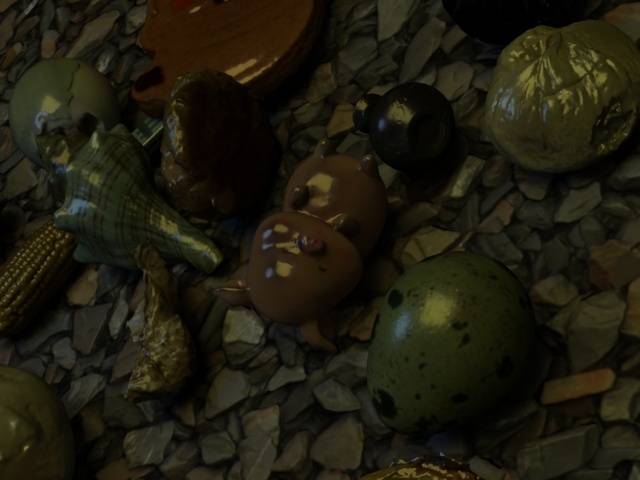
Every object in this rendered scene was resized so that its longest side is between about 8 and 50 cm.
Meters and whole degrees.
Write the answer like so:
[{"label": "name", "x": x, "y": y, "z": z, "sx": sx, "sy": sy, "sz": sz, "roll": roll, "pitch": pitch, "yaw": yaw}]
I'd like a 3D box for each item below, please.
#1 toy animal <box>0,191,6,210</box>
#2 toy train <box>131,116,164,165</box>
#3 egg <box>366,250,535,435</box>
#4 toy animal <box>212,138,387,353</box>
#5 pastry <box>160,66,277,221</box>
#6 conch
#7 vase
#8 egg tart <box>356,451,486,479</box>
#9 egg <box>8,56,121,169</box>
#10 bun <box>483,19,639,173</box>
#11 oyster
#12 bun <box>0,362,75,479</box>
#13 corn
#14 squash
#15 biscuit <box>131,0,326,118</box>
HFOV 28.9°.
[{"label": "toy animal", "x": -0.646, "y": 0.025, "z": 2.006, "sx": 0.194, "sy": 0.303, "sz": 0.344, "roll": 20, "pitch": 47, "yaw": 38}, {"label": "toy train", "x": -0.229, "y": -0.196, "z": 1.981, "sx": 0.234, "sy": 0.051, "sz": 0.052, "roll": -43, "pitch": 48, "yaw": 1}, {"label": "egg", "x": 0.140, "y": 0.119, "z": 1.399, "sx": 0.228, "sy": 0.177, "sz": 0.177, "roll": -54, "pitch": 43, "yaw": 10}, {"label": "toy animal", "x": -0.009, "y": 0.000, "z": 1.606, "sx": 0.166, "sy": 0.154, "sz": 0.250, "roll": 21, "pitch": 66, "yaw": 19}, {"label": "pastry", "x": -0.148, "y": -0.138, "z": 1.775, "sx": 0.100, "sy": 0.229, "sz": 0.219, "roll": -6, "pitch": 93, "yaw": 36}, {"label": "conch", "x": -0.310, "y": -0.049, "z": 1.829, "sx": 0.386, "sy": 0.169, "sz": 0.203, "roll": 46, "pitch": 127, "yaw": 37}, {"label": "vase", "x": 0.105, "y": -0.160, "z": 1.687, "sx": 0.120, "sy": 0.120, "sz": 0.183, "roll": -49, "pitch": 27, "yaw": -6}, {"label": "egg tart", "x": 0.087, "y": 0.361, "z": 1.319, "sx": 0.278, "sy": 0.095, "sz": 0.279, "roll": -20, "pitch": 44, "yaw": 20}, {"label": "egg", "x": -0.421, "y": -0.214, "z": 2.035, "sx": 0.183, "sy": 0.183, "sz": 0.217, "roll": -34, "pitch": 44, "yaw": 9}, {"label": "bun", "x": 0.300, "y": -0.196, "z": 1.546, "sx": 0.220, "sy": 0.134, "sz": 0.220, "roll": -21, "pitch": 44, "yaw": 22}, {"label": "oyster", "x": -0.219, "y": 0.121, "z": 1.705, "sx": 0.107, "sy": 0.161, "sz": 0.233, "roll": -2, "pitch": 50, "yaw": -5}, {"label": "bun", "x": -0.508, "y": 0.293, "z": 1.644, "sx": 0.361, "sy": 0.213, "sz": 0.361, "roll": -7, "pitch": 41, "yaw": 6}, {"label": "corn", "x": -0.444, "y": 0.052, "z": 1.921, "sx": 0.262, "sy": 0.097, "sz": 0.097, "roll": -50, "pitch": 44, "yaw": -11}, {"label": "squash", "x": 0.256, "y": -0.355, "z": 1.675, "sx": 0.193, "sy": 0.156, "sz": 0.193, "roll": -1, "pitch": 87, "yaw": 24}, {"label": "biscuit", "x": -0.138, "y": -0.377, "z": 2.010, "sx": 0.349, "sy": 0.078, "sz": 0.455, "roll": -15, "pitch": 45, "yaw": 14}]
